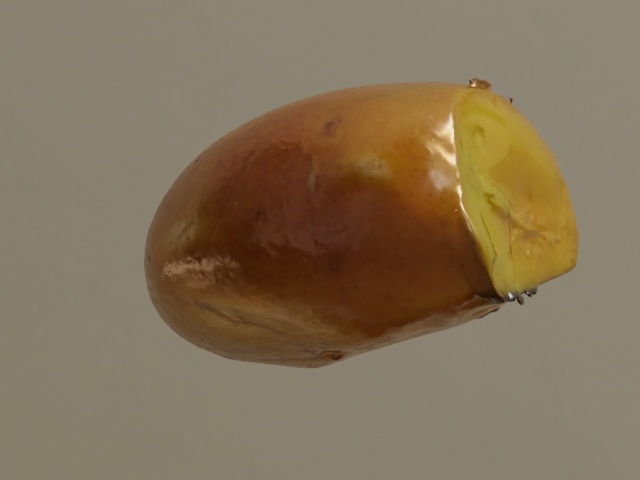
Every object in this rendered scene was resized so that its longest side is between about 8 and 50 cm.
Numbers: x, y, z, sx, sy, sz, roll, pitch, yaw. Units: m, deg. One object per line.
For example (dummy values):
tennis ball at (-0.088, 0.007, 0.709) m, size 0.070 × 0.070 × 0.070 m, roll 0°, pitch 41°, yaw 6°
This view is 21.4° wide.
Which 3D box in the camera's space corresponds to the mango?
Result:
mango at (0.000, 0.000, 0.931) m, size 0.257 × 0.187 × 0.138 m, roll -12°, pitch -104°, yaw 30°
